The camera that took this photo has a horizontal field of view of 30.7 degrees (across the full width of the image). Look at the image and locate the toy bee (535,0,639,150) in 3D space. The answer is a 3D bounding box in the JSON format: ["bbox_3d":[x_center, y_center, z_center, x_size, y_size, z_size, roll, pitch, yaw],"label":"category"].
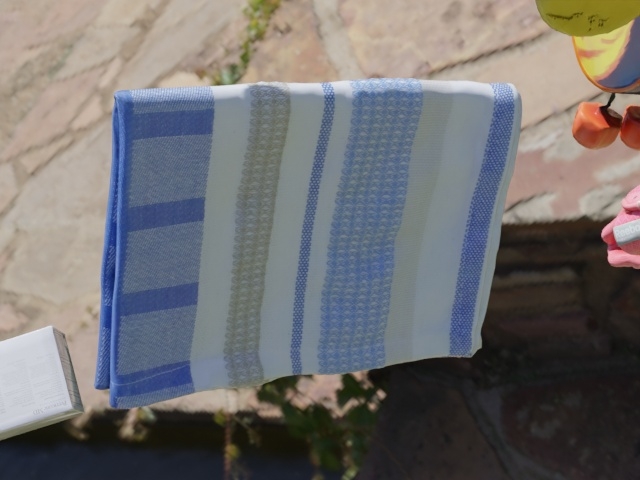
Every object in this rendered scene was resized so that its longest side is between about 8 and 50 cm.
[{"bbox_3d":[0.167,-0.099,0.458,0.195,0.162,0.298,7,22,-5],"label":"toy bee"}]

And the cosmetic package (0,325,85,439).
[{"bbox_3d":[-0.390,0.179,1.285,0.239,0.060,0.098,-17,74,-1],"label":"cosmetic package"}]

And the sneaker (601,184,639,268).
[{"bbox_3d":[0.317,-0.013,0.957,0.136,0.314,0.115,-12,80,-2],"label":"sneaker"}]

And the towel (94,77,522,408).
[{"bbox_3d":[0.000,0.000,0.746,0.034,0.285,0.209,40,128,53],"label":"towel"}]
